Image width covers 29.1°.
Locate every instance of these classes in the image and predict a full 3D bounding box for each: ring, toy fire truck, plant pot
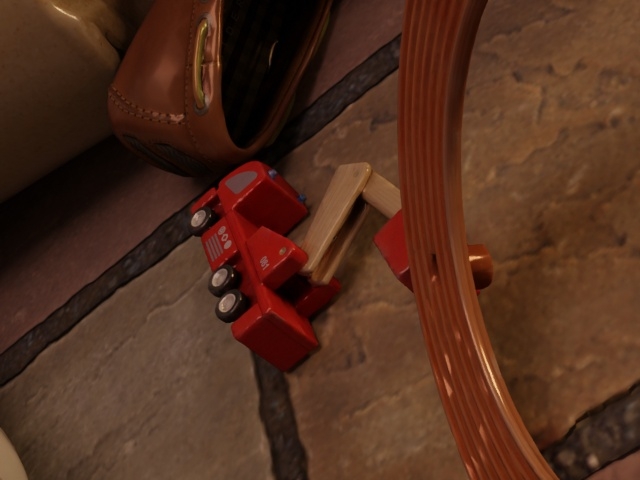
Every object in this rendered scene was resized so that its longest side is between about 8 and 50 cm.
[{"bbox_3d":[0.101,-0.007,0.444,0.336,0.032,0.336,173,90,-73],"label":"ring"},{"bbox_3d":[0.000,0.000,0.702,0.135,0.047,0.192,-41,37,12],"label":"toy fire truck"},{"bbox_3d":[-0.283,-0.157,0.943,0.305,0.334,0.334,-21,44,19],"label":"plant pot"}]

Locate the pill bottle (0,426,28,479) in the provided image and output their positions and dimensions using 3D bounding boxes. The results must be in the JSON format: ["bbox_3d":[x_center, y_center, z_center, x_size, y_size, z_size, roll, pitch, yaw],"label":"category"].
[{"bbox_3d":[-0.297,0.154,0.747,0.204,0.204,0.361,-55,37,-6],"label":"pill bottle"}]

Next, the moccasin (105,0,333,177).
[{"bbox_3d":[-0.024,-0.223,0.844,0.147,0.139,0.380,2,61,46],"label":"moccasin"}]
